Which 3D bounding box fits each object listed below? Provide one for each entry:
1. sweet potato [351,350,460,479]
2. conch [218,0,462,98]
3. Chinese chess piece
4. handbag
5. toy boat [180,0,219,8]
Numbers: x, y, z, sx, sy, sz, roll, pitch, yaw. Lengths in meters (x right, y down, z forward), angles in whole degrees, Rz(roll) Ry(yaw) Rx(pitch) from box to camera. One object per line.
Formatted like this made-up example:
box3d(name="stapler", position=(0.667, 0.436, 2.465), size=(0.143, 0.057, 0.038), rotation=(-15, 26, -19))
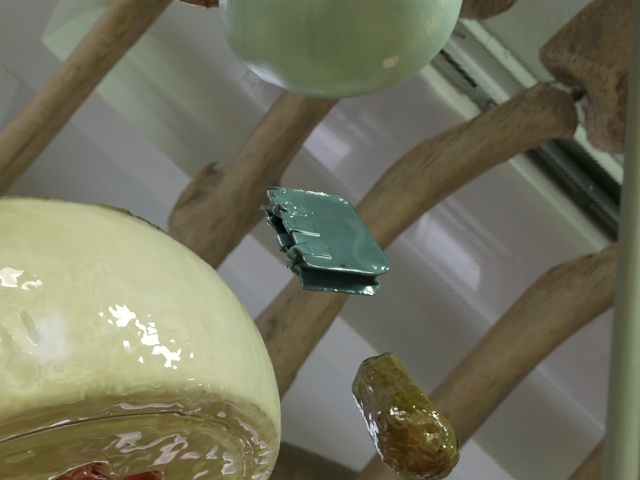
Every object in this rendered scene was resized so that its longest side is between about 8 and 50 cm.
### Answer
box3d(name="sweet potato", position=(0.068, 0.147, 0.733), size=(0.062, 0.233, 0.081), rotation=(-37, -81, 2))
box3d(name="conch", position=(0.017, -0.214, 0.715), size=(0.221, 0.121, 0.185), rotation=(-28, -83, 9))
box3d(name="Chinese chess piece", position=(-0.189, 0.127, 0.476), size=(0.140, 0.338, 0.338), rotation=(59, -35, 32))
box3d(name="handbag", position=(0.000, 0.000, 1.373), size=(0.179, 0.229, 0.062), rotation=(6, -57, -30))
box3d(name="toy boat", position=(-0.199, -0.472, 1.405), size=(0.318, 0.099, 0.141), rotation=(16, -80, 19))
